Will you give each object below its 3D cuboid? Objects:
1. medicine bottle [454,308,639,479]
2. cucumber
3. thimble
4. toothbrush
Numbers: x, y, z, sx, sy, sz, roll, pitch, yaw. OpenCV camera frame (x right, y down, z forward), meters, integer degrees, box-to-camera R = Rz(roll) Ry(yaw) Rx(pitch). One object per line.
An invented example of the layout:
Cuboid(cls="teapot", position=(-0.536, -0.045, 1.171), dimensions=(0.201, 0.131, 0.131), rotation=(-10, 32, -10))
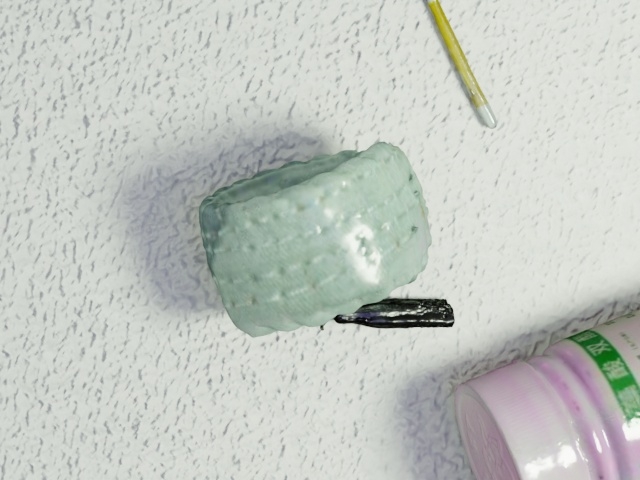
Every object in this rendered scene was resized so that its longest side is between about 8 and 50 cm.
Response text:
Cuboid(cls="medicine bottle", position=(0.343, 0.203, 1.708), dimensions=(0.325, 0.212, 0.212), rotation=(-20, 100, -10))
Cuboid(cls="cucumber", position=(0.077, 0.089, 1.720), dimensions=(0.163, 0.043, 0.039), rotation=(1, 138, -11))
Cuboid(cls="thimble", position=(0.000, 0.000, 1.601), dimensions=(0.250, 0.205, 0.172), rotation=(-19, 100, -5))
Cuboid(cls="toothbrush", position=(0.138, -0.257, 1.704), dimensions=(0.024, 0.021, 0.288), rotation=(-26, 102, 1))
